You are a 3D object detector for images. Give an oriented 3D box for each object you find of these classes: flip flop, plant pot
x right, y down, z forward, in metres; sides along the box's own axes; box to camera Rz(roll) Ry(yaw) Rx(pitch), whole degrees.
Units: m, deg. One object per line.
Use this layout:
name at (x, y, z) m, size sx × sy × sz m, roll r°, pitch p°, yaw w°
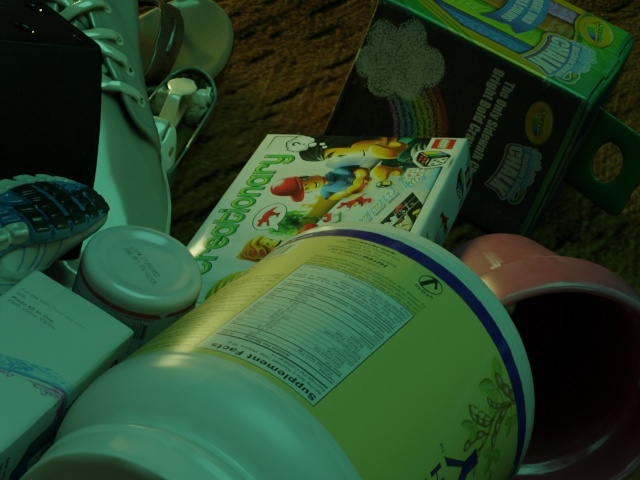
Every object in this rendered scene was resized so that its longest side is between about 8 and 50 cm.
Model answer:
flip flop at (-0.180, -0.186, 1.677) m, size 0.112 × 0.080 × 0.277 m, roll 39°, pitch 38°, yaw 24°
plant pot at (-0.268, -0.102, 1.293) m, size 0.188 × 0.167 × 0.187 m, roll 37°, pitch 22°, yaw 32°
plant pot at (0.160, 0.087, 1.408) m, size 0.201 × 0.201 × 0.180 m, roll 11°, pitch 20°, yaw -15°

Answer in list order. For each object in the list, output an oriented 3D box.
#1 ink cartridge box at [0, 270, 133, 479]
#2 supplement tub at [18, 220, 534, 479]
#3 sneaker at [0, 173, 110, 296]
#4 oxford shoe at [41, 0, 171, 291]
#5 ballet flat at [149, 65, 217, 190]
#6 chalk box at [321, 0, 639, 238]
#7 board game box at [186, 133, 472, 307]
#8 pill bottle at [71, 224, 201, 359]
ink cartridge box at (-0.226, 0.138, 1.145) m, size 0.093 × 0.154 × 0.212 m, roll 30°, pitch 35°, yaw 10°
supplement tub at (-0.026, 0.150, 1.160) m, size 0.241 × 0.241 × 0.331 m, roll 32°, pitch 36°, yaw 15°
sneaker at (-0.228, 0.017, 1.221) m, size 0.190 × 0.083 × 0.071 m, roll -26°, pitch 46°, yaw -36°
oxford shoe at (-0.214, -0.135, 1.482) m, size 0.169 × 0.130 × 0.449 m, roll 2°, pitch 52°, yaw -16°
ballet flat at (-0.148, -0.095, 1.581) m, size 0.072 × 0.068 × 0.213 m, roll 23°, pitch 35°, yaw 2°
chalk box at (0.183, -0.131, 1.713) m, size 0.289 × 0.180 × 0.179 m, roll 29°, pitch 35°, yaw 8°
board game box at (0.000, 0.000, 1.481) m, size 0.193 × 0.053 × 0.305 m, roll 2°, pitch 30°, yaw 18°
pill bottle at (-0.145, 0.075, 1.269) m, size 0.087 × 0.160 × 0.087 m, roll 15°, pitch 35°, yaw -10°
